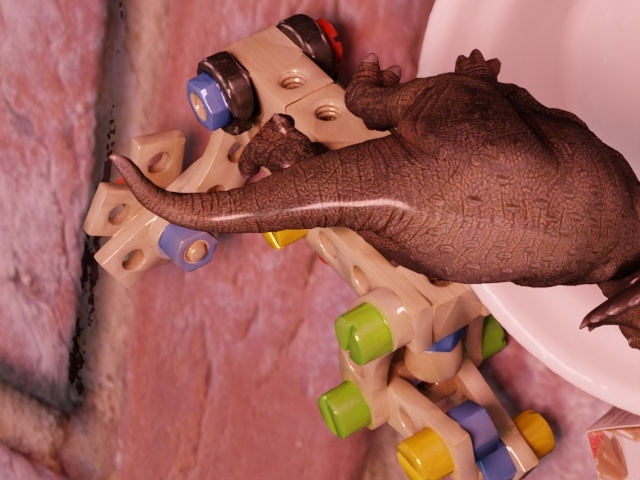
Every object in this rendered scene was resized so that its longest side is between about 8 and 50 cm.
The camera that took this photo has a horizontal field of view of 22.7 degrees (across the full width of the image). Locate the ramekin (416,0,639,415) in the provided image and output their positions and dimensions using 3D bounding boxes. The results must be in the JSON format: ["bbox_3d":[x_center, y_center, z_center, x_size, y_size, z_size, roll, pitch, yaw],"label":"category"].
[{"bbox_3d":[0.197,-0.061,0.772,0.277,0.135,0.277,13,114,31],"label":"ramekin"}]

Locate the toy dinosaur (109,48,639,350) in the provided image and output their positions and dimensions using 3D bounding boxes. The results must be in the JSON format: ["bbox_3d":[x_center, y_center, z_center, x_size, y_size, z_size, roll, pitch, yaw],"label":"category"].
[{"bbox_3d":[0.068,-0.023,0.664,0.160,0.313,0.121,25,94,51],"label":"toy dinosaur"}]

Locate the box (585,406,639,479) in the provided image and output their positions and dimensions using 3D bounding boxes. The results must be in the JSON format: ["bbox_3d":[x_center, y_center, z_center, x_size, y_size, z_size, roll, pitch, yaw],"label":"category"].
[{"bbox_3d":[0.225,0.240,0.877,0.063,0.067,0.324,-11,98,37],"label":"box"}]

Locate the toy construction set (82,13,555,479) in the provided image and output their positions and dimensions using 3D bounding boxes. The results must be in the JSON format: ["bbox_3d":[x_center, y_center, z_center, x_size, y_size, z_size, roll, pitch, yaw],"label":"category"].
[{"bbox_3d":[0.000,0.000,0.940,0.327,0.151,0.215,30,147,32],"label":"toy construction set"}]
